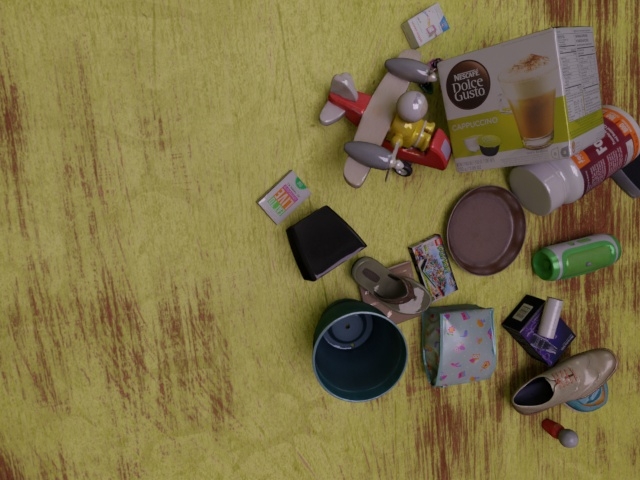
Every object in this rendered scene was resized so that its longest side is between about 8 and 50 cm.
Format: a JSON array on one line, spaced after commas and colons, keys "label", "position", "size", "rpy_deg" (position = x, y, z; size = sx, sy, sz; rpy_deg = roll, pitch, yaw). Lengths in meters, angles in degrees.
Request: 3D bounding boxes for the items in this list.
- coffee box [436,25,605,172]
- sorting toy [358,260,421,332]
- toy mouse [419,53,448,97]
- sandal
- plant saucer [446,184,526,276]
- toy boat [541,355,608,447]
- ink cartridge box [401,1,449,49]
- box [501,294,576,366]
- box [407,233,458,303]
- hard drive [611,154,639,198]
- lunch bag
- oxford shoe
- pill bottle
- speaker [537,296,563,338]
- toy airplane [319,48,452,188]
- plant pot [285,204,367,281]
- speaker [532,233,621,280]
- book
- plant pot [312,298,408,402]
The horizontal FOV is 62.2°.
[{"label": "coffee box", "position": [0.590, -0.411, 1.548], "size": [0.338, 0.337, 0.335], "rpy_deg": [-25, 106, -44]}, {"label": "sorting toy", "position": [0.228, 0.184, 1.745], "size": [0.192, 0.038, 0.208], "rpy_deg": [-18, 107, -14]}, {"label": "toy mouse", "position": [0.352, -0.521, 1.681], "size": [0.143, 0.031, 0.161], "rpy_deg": [12, 94, -19]}, {"label": "sandal", "position": [0.227, 0.155, 1.670], "size": [0.302, 0.086, 0.120], "rpy_deg": [28, 92, -22]}, {"label": "plant saucer", "position": [0.557, -0.034, 1.807], "size": [0.310, 0.050, 0.311], "rpy_deg": [-3, 98, -18]}, {"label": "toy boat", "position": [0.951, 0.604, 1.971], "size": [0.267, 0.148, 0.318], "rpy_deg": [29, 88, -19]}, {"label": "ink cartridge box", "position": [0.324, -0.661, 1.641], "size": [0.122, 0.052, 0.089], "rpy_deg": [-34, 107, -9]}, {"label": "box", "position": [0.781, 0.321, 1.898], "size": [0.207, 0.108, 0.153], "rpy_deg": [43, 84, -18]}, {"label": "box", "position": [0.378, 0.093, 1.775], "size": [0.114, 0.036, 0.207], "rpy_deg": [-25, 104, -13]}, {"label": "hard drive", "position": [1.142, -0.291, 1.950], "size": [0.254, 0.054, 0.172], "rpy_deg": [40, 85, -18]}, {"label": "lunch bag", "position": [0.461, 0.354, 1.777], "size": [0.223, 0.160, 0.263], "rpy_deg": [-3, 93, -18]}, {"label": "oxford shoe", "position": [0.851, 0.499, 1.850], "size": [0.397, 0.141, 0.146], "rpy_deg": [-36, 151, 12]}, {"label": "pill bottle", "position": [0.843, -0.263, 1.771], "size": [0.392, 0.224, 0.224], "rpy_deg": [-33, 106, -11]}, {"label": "speaker", "position": [0.781, 0.263, 1.803], "size": [0.055, 0.055, 0.136], "rpy_deg": [12, 93, -19]}, {"label": "toy airplane", "position": [0.194, -0.364, 1.525], "size": [0.384, 0.272, 0.387], "rpy_deg": [-15, 86, -25]}, {"label": "plant pot", "position": [0.000, 0.000, 1.576], "size": [0.188, 0.187, 0.167], "rpy_deg": [-32, 94, -10]}, {"label": "speaker", "position": [0.915, 0.059, 1.893], "size": [0.296, 0.131, 0.131], "rpy_deg": [-13, 101, -15]}, {"label": "book", "position": [-0.110, -0.129, 1.596], "size": [0.144, 0.035, 0.096], "rpy_deg": [-44, 112, -8]}, {"label": "plant pot", "position": [0.096, 0.297, 1.590], "size": [0.271, 0.255, 0.272], "rpy_deg": [-2, 104, -7]}]
